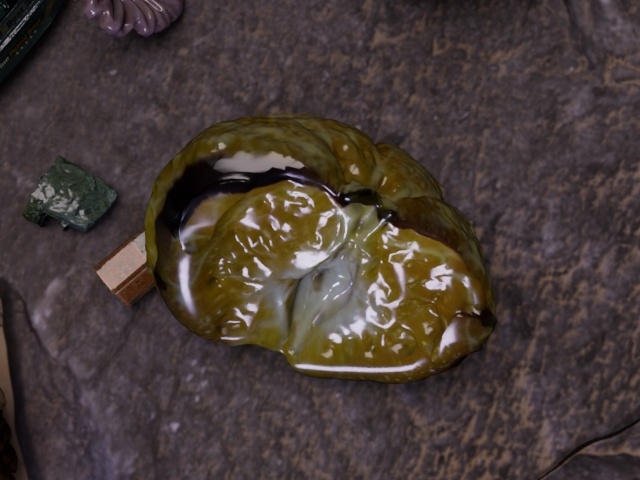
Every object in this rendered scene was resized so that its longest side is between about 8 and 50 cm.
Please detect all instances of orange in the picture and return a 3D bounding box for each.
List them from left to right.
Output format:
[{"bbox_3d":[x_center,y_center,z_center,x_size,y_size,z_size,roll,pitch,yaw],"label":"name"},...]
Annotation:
[{"bbox_3d":[0.000,0.000,1.497,0.369,0.210,0.271,24,124,-12],"label":"orange"}]

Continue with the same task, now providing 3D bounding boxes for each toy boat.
[{"bbox_3d":[-0.365,-0.264,1.667,0.093,0.103,0.246,31,78,36],"label":"toy boat"}]

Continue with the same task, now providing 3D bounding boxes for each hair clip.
[{"bbox_3d":[-0.256,-0.363,1.659,0.069,0.173,0.300,-47,62,36],"label":"hair clip"}]

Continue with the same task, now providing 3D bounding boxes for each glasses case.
[{"bbox_3d":[-0.146,-0.015,1.600,0.218,0.075,0.049,-40,80,-3],"label":"glasses case"}]

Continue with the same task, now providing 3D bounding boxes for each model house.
[{"bbox_3d":[-0.283,-0.042,1.637,0.083,0.066,0.079,32,72,-6],"label":"model house"}]

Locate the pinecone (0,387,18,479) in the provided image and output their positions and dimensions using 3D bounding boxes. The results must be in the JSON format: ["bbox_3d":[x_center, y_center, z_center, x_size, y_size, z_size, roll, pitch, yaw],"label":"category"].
[{"bbox_3d":[-0.441,0.223,1.519,0.272,0.224,0.224,-34,76,11],"label":"pinecone"}]
